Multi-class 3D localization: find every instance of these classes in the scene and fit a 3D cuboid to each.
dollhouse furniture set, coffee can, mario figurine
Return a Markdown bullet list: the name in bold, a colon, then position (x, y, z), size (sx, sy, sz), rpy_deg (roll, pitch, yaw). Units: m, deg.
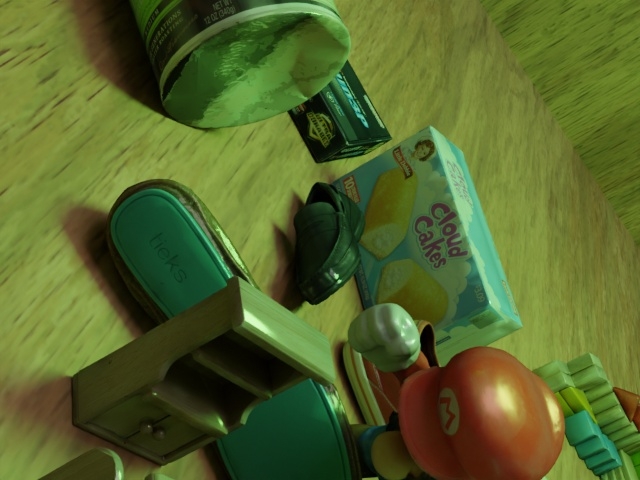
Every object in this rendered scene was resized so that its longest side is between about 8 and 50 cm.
- **dollhouse furniture set**: position (-0.072, 0.174, 0.794), size (0.212, 0.161, 0.242), rpy_deg (37, 31, -43)
- **coffee can**: position (-0.107, -0.285, 1.230), size (0.201, 0.201, 0.275), rpy_deg (17, 47, -59)
- **mario figurine**: position (0.069, 0.181, 0.986), size (0.198, 0.320, 0.170), rpy_deg (34, 62, 3)

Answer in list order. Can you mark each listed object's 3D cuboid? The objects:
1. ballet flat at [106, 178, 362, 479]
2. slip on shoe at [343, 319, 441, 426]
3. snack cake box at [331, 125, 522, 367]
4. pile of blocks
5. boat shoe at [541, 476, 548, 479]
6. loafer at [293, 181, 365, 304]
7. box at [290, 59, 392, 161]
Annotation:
- **ballet flat**: position (-0.066, 0.101, 1.002), size (0.342, 0.116, 0.124), rpy_deg (56, 4, 2)
- **slip on shoe**: position (0.134, 0.233, 1.240), size (0.331, 0.101, 0.123), rpy_deg (66, 21, 11)
- **snack cake box**: position (0.122, 0.013, 1.415), size (0.089, 0.152, 0.264), rpy_deg (33, 34, -47)
- **pile of blocks**: position (0.472, 0.314, 1.835), size (0.362, 0.113, 0.149), rpy_deg (50, 24, -22)
- **boat shoe**: position (0.276, 0.366, 1.385), size (0.285, 0.103, 0.092), rpy_deg (48, 30, -18)
- **loafer**: position (0.000, 0.000, 1.284), size (0.078, 0.076, 0.223), rpy_deg (48, 20, -14)
- **box**: position (-0.004, -0.211, 1.556), size (0.220, 0.051, 0.175), rpy_deg (61, 22, 5)
